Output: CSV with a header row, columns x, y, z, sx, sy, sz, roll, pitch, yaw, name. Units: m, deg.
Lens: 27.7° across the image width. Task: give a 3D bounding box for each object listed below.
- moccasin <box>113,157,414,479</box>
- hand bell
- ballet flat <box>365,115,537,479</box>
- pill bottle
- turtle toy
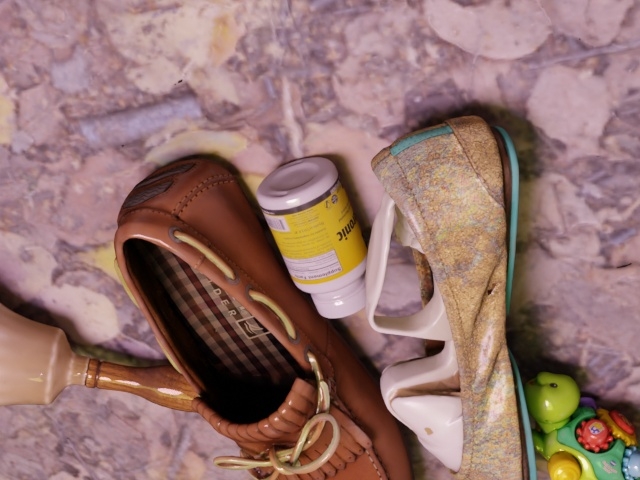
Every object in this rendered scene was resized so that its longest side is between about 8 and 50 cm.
x,y,z,sx,sy,sz,roll,pitch,yaw,name
-0.040,0.117,1.034,0.139,0.147,0.380,-14,118,24,moccasin
-0.188,0.116,1.123,0.242,0.126,0.126,9,126,-4,hand bell
0.094,0.074,0.978,0.123,0.123,0.348,1,119,16,ballet flat
0.000,0.000,0.996,0.065,0.065,0.116,-10,120,22,pill bottle
0.209,0.157,1.031,0.130,0.095,0.066,37,104,-10,turtle toy
